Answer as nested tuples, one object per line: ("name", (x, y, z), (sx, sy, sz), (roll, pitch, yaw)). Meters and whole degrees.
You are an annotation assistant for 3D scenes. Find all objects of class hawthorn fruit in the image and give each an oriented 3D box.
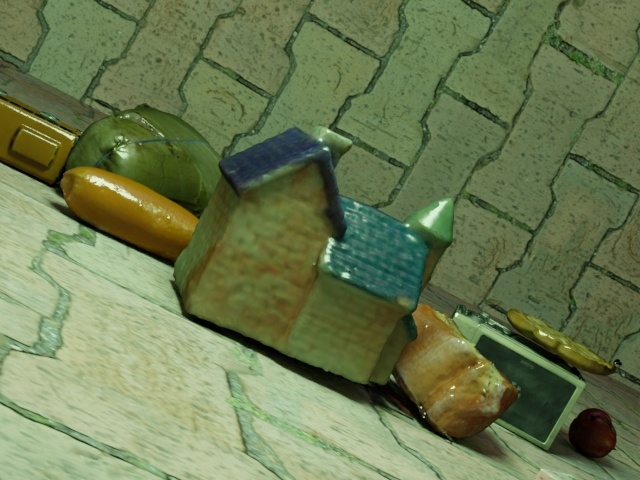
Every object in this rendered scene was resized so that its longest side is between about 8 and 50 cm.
("hawthorn fruit", (0.488, 0.345, 2.088), (0.093, 0.093, 0.093), (28, 5, -3))

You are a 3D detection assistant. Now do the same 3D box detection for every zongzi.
("zongzi", (-0.222, -0.062, 1.942), (0.393, 0.174, 0.356), (41, 12, -1))

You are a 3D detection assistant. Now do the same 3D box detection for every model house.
("model house", (0.000, 0.000, 1.562), (0.312, 0.280, 0.245), (23, 7, -14))

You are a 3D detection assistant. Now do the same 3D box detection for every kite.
("kite", (-0.034, 0.143, 1.611), (0.360, 0.022, 0.204), (26, 6, -14))

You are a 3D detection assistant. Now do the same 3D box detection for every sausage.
("sausage", (-0.273, -0.039, 1.735), (0.238, 0.098, 0.098), (29, 5, -21))

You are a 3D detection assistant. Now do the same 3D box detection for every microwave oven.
("microwave oven", (0.308, 0.223, 1.989), (0.241, 0.145, 0.194), (29, 8, 7))

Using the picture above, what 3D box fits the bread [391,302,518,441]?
("bread", (0.179, 0.191, 1.675), (0.190, 0.123, 0.244), (44, 4, -25))

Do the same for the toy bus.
("toy bus", (-0.482, -0.171, 1.865), (0.201, 0.098, 0.114), (27, 7, -14))

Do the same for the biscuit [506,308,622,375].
("biscuit", (0.414, 0.178, 2.000), (0.203, 0.041, 0.260), (27, 3, 26))

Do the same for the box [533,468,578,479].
("box", (0.334, 0.341, 1.485), (0.125, 0.043, 0.089), (33, 7, 41))
